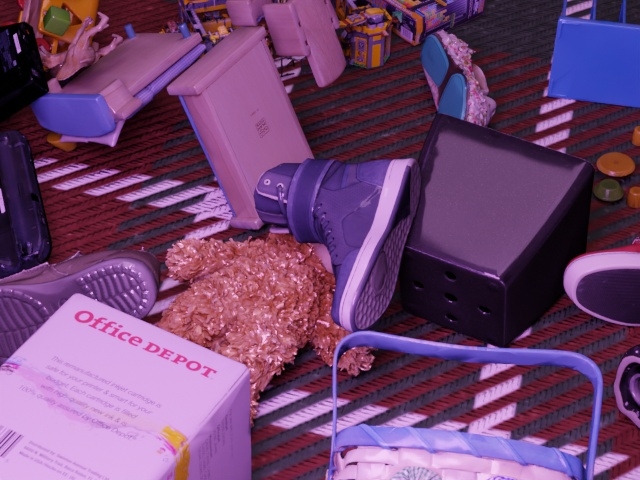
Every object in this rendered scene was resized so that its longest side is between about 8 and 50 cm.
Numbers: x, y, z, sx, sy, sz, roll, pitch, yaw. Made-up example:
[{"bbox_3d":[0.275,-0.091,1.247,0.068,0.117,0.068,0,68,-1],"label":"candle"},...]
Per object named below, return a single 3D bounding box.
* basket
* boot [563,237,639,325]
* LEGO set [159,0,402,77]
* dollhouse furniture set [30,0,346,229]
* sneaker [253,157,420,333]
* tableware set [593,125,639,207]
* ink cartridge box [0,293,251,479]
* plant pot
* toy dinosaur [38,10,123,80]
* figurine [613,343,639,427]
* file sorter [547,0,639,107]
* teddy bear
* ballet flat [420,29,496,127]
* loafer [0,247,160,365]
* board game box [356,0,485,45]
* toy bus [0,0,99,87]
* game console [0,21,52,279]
[{"bbox_3d":[0.129,0.218,1.272,0.255,0.201,0.289,4,51,4],"label":"basket"},{"bbox_3d":[0.376,0.008,1.613,0.244,0.088,0.176,0,40,-14],"label":"boot"},{"bbox_3d":[-0.060,-0.350,1.923,0.331,0.192,0.255,-7,42,-10],"label":"LEGO set"},{"bbox_3d":[-0.157,-0.170,1.771,0.303,0.198,0.286,6,40,40],"label":"dollhouse furniture set"},{"bbox_3d":[0.000,0.001,1.439,0.163,0.086,0.226,5,45,17],"label":"sneaker"},{"bbox_3d":[0.402,-0.092,1.774,0.104,0.024,0.154,11,43,15],"label":"tableware set"},{"bbox_3d":[-0.212,0.224,1.258,0.198,0.197,0.270,21,45,22],"label":"ink cartridge box"},{"bbox_3d":[0.177,0.002,1.549,0.188,0.187,0.167,22,57,21],"label":"plant pot"},{"bbox_3d":[-0.286,-0.229,1.722,0.092,0.053,0.183,-50,29,-15],"label":"toy dinosaur"},{"bbox_3d":[0.449,0.164,1.438,0.209,0.092,0.215,-18,46,-27],"label":"figurine"},{"bbox_3d":[0.400,-0.259,1.893,0.170,0.118,0.104,8,38,7],"label":"file sorter"},{"bbox_3d":[-0.060,0.068,1.510,0.338,0.113,0.245,-24,50,-26],"label":"teddy bear"},{"bbox_3d":[0.189,-0.192,1.839,0.077,0.091,0.241,14,41,-20],"label":"ballet flat"},{"bbox_3d":[-0.270,0.066,1.488,0.251,0.094,0.087,-12,15,22],"label":"loafer"},{"bbox_3d":[0.133,-0.361,2.052,0.141,0.048,0.170,-29,50,-29],"label":"board game box"},{"bbox_3d":[-0.352,-0.274,1.889,0.104,0.202,0.191,17,25,-30],"label":"toy bus"},{"bbox_3d":[-0.408,-0.094,1.679,0.213,0.044,0.361,-30,56,15],"label":"game console"}]
